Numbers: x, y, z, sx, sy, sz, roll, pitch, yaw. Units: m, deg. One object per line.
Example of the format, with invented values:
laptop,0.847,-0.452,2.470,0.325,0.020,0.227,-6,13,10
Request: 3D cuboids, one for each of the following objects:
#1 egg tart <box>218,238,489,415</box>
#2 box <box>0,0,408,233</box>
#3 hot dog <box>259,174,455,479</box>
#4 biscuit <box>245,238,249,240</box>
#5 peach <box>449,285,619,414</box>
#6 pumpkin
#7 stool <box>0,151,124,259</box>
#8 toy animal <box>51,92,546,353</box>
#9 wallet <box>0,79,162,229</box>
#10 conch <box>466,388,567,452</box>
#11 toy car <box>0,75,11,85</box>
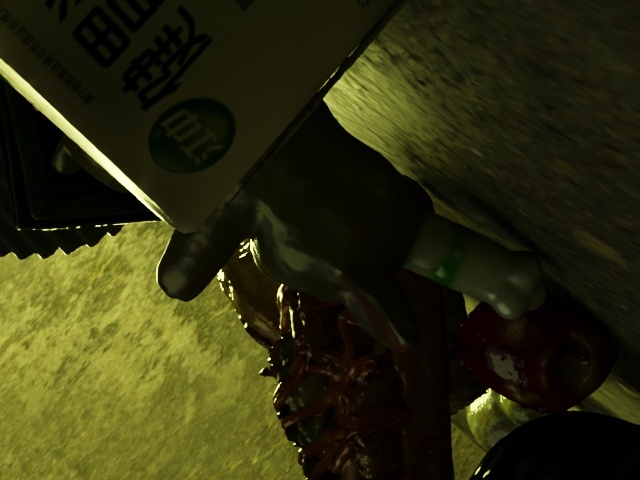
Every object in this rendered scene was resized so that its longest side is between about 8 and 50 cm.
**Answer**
egg tart,0.045,0.059,1.517,0.290,0.115,0.290,24,-161,-9
box,-0.112,-0.163,0.687,0.145,0.173,0.333,36,174,34
hot dog,0.027,0.108,1.314,0.117,0.349,0.158,-8,-172,-42
biscuit,0.000,0.000,1.683,0.239,0.108,0.062,45,-171,-48
peach,0.161,0.082,1.279,0.127,0.092,0.172,39,174,-18
pumpkin,0.259,0.254,1.291,0.315,0.238,0.315,23,179,1
stool,-0.293,-0.181,1.367,0.297,0.297,0.330,38,170,28
toy animal,-0.023,-0.027,1.157,0.363,0.181,0.180,47,139,-5
wallet,-0.146,-0.093,1.251,0.236,0.160,0.055,-4,167,-42
conch,0.221,0.189,1.750,0.116,0.106,0.173,15,-176,23
toy car,-0.200,-0.202,0.833,0.176,0.213,0.358,30,171,15
